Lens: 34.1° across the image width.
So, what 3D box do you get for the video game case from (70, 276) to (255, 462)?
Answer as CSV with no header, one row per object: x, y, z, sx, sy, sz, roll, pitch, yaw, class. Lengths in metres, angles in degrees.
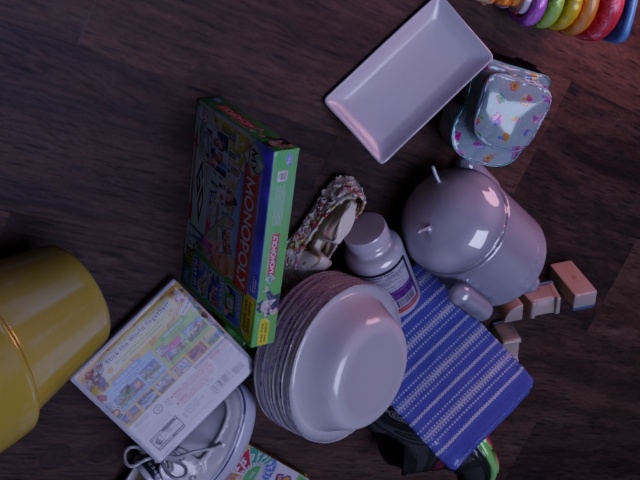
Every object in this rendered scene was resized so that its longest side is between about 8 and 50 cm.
-0.249,0.209,1.674,0.227,0.026,0.206,-44,107,-8,video game case

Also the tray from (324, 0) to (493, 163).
0.145,-0.266,1.720,0.270,0.030,0.145,-44,97,-9,tray

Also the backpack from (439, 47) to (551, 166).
0.301,-0.222,1.822,0.166,0.144,0.188,12,116,-22,backpack

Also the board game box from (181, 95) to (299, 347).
-0.126,-0.029,1.554,0.046,0.213,0.317,-11,122,-34,board game box

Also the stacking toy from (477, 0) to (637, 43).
0.382,-0.422,1.783,0.302,0.175,0.165,-6,118,-24,stacking toy

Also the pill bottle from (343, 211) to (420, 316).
0.105,0.043,1.862,0.108,0.108,0.193,-38,134,-14,pill bottle

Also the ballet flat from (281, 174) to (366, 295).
0.000,0.000,1.772,0.091,0.077,0.241,20,103,-39,ballet flat

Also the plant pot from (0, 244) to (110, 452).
-0.427,0.129,1.407,0.239,0.254,0.254,-36,136,-39,plant pot

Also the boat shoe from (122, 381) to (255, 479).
-0.262,0.377,1.757,0.367,0.136,0.156,-51,147,10,boat shoe

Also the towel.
0.216,0.232,1.960,0.243,0.336,0.040,-42,180,-18,towel

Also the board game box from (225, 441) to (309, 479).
-0.123,0.464,1.999,0.124,0.039,0.259,-50,139,-2,board game box

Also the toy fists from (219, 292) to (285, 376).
-0.076,0.191,1.821,0.142,0.096,0.279,-53,135,-13,toy fists

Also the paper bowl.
0.036,0.202,1.751,0.284,0.148,0.284,-20,118,-43,paper bowl

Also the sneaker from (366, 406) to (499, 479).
0.224,0.397,2.170,0.202,0.185,0.483,-31,136,11,sneaker

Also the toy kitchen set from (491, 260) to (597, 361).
0.465,0.158,2.251,0.207,0.122,0.166,-9,124,-11,toy kitchen set

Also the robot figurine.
0.279,-0.007,1.906,0.353,0.200,0.299,32,52,-47,robot figurine
